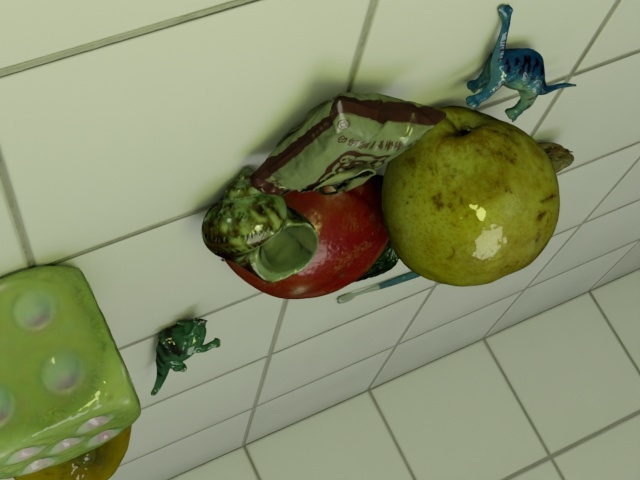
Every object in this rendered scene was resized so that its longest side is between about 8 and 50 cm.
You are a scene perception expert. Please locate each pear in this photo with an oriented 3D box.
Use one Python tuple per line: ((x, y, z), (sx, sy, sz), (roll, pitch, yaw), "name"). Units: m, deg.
((0.235, -0.077, 1.613), (0.304, 0.303, 0.304), (-24, 161, -9), "pear")

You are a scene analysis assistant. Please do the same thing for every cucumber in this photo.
((0.093, 0.041, 1.944), (0.077, 0.077, 0.265), (-17, 180, -29), "cucumber")

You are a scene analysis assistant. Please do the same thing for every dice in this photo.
((-0.434, 0.203, 1.492), (0.250, 0.251, 0.254), (-23, 162, -12), "dice")

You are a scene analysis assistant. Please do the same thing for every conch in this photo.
((-0.097, -0.026, 1.539), (0.188, 0.124, 0.181), (-10, 150, -19), "conch")

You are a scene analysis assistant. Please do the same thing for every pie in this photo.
((0.426, -0.146, 2.010), (0.194, 0.078, 0.163), (-20, 168, -19), "pie")

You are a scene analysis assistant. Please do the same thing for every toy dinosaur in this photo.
((-0.287, 0.229, 2.021), (0.120, 0.079, 0.292), (-12, 154, -24), "toy dinosaur")
((0.300, -0.262, 1.552), (0.144, 0.076, 0.329), (-41, 147, 17), "toy dinosaur")

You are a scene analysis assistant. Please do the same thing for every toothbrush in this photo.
((0.158, 0.110, 2.390), (0.276, 0.019, 0.025), (-17, 164, -27), "toothbrush")

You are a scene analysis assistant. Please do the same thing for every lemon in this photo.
((-0.464, 0.319, 1.730), (0.245, 0.320, 0.245), (-11, 111, -29), "lemon")

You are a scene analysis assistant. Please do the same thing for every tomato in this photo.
((0.002, 0.012, 1.754), (0.339, 0.143, 0.338), (-27, 162, -9), "tomato")

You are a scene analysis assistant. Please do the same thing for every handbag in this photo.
((0.032, -0.143, 1.424), (0.213, 0.127, 0.235), (-6, 164, -44), "handbag")
